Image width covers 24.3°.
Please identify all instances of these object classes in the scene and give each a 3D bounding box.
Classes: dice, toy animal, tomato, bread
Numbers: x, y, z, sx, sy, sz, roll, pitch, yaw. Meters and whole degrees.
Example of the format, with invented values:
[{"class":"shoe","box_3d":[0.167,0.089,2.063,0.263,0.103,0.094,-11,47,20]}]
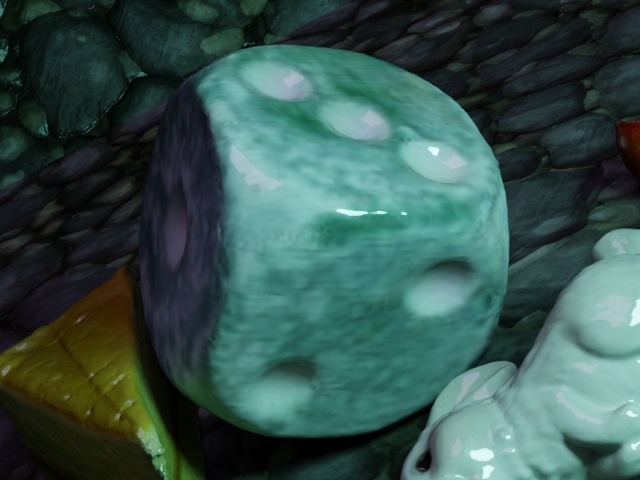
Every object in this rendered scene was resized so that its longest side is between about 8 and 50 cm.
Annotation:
[{"class":"dice","box_3d":[0.000,0.000,1.659,0.348,0.330,0.328,2,39,-24]},{"class":"toy animal","box_3d":[0.234,0.155,1.461,0.357,0.194,0.258,-31,33,7]},{"class":"tomato","box_3d":[0.452,-0.112,1.906,0.139,0.091,0.159,3,8,31]},{"class":"bread","box_3d":[-0.177,0.215,1.665,0.245,0.233,0.362,-36,30,-27]}]
